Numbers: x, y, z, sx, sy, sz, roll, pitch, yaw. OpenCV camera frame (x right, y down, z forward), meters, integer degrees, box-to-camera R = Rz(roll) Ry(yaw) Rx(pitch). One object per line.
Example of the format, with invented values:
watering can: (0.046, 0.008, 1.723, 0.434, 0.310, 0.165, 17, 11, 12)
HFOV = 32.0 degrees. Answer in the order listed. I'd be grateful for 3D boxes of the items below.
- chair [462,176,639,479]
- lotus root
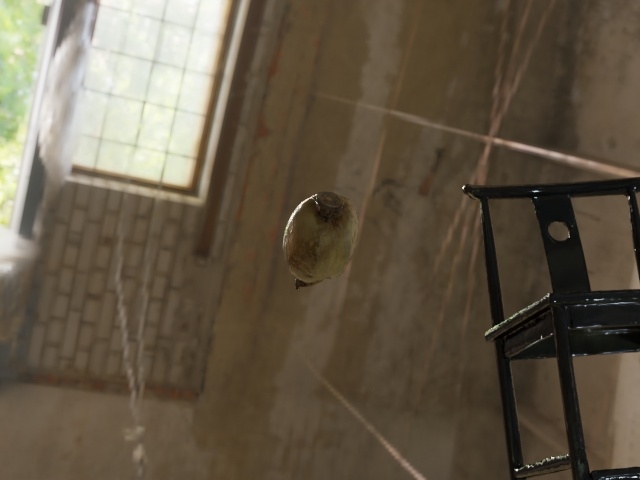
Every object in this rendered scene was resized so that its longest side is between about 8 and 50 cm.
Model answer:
chair: (0.204, 0.063, 0.786, 0.141, 0.155, 0.260, 124, -38, -71)
lotus root: (0.000, 0.000, 1.097, 0.150, 0.073, 0.062, 105, -36, -54)
